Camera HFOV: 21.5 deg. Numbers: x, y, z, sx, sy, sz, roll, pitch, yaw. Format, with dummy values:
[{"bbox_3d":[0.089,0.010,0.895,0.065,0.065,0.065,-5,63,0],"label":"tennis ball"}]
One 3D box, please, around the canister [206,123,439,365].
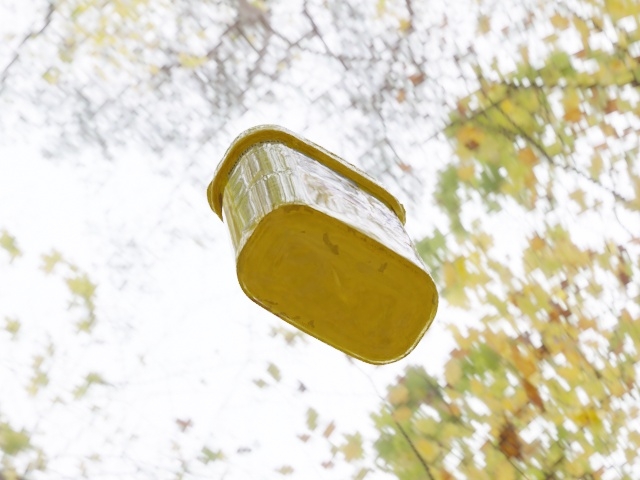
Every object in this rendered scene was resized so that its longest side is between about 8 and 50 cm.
[{"bbox_3d":[0.000,0.000,1.008,0.126,0.170,0.073,30,-78,-15],"label":"canister"}]
